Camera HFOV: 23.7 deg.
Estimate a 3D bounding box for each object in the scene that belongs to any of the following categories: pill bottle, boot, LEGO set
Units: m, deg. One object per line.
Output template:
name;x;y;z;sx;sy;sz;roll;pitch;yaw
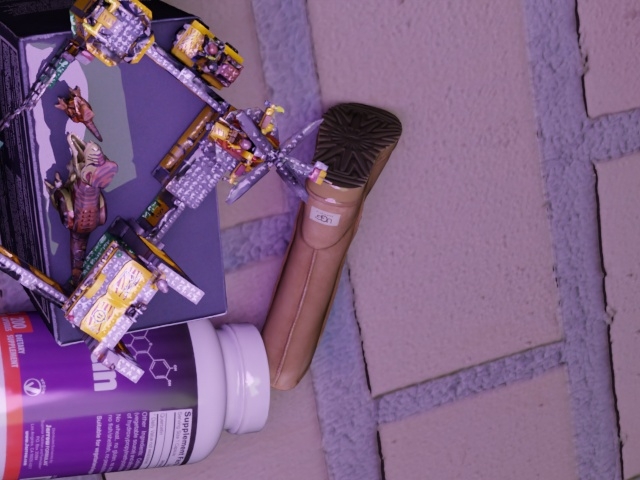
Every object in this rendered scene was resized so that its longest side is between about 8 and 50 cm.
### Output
pill bottle;-0.226;0.160;1.655;0.322;0.181;0.182;-4;106;-20
boot;0.000;0.000;1.732;0.089;0.236;0.270;22;123;9
LEGO set;-0.173;-0.045;1.284;0.331;0.192;0.255;-45;115;-4

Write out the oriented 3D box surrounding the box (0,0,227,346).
box;-0.223;-0.087;1.523;0.182;0.294;0.296;-10;109;-18
